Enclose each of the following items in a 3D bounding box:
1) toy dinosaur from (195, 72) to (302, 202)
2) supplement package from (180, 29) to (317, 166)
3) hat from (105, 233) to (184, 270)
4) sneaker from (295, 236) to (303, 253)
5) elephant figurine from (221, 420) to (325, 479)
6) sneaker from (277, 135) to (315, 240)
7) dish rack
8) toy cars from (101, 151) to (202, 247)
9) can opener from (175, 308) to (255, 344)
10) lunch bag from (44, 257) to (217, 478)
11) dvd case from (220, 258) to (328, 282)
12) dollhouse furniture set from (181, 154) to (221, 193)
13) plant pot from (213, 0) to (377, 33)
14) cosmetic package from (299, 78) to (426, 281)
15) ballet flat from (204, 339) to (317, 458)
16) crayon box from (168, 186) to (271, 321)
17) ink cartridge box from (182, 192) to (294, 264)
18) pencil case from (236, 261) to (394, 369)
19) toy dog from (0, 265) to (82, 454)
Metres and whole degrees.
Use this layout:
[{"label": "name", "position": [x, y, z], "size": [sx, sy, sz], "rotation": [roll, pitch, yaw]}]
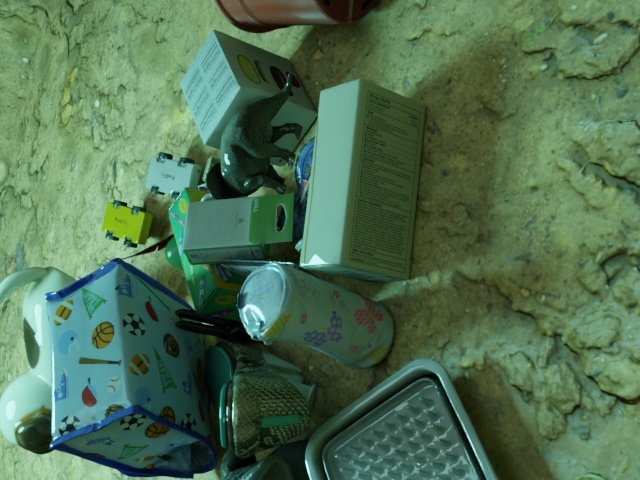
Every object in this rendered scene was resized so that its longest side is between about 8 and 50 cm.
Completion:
[{"label": "toy dinosaur", "position": [-0.129, -0.169, 1.695], "size": [0.121, 0.160, 0.313], "rotation": [-89, 17, -61]}, {"label": "supplement package", "position": [-0.147, -0.287, 1.816], "size": [0.149, 0.194, 0.203], "rotation": [-52, 44, 29]}, {"label": "hat", "position": [-0.325, 0.008, 1.955], "size": [0.173, 0.184, 0.208], "rotation": [45, 114, 48]}, {"label": "sneaker", "position": [0.000, 0.000, 1.591], "size": [0.166, 0.065, 0.076], "rotation": [72, -139, -79]}, {"label": "elephant figurine", "position": [-0.101, 0.417, 1.493], "size": [0.169, 0.239, 0.186], "rotation": [-48, 45, 32]}, {"label": "sneaker", "position": [-0.003, -0.095, 1.681], "size": [0.087, 0.083, 0.221], "rotation": [27, 106, 39]}, {"label": "dish rack", "position": [0.135, 0.370, 1.308], "size": [0.285, 0.072, 0.333], "rotation": [-39, 49, 20]}, {"label": "toy cars", "position": [-0.396, -0.092, 2.168], "size": [0.394, 0.087, 0.176], "rotation": [-38, 56, 35]}, {"label": "can opener", "position": [-0.203, 0.166, 1.751], "size": [0.073, 0.186, 0.059], "rotation": [-49, 37, 32]}, {"label": "lunch bag", "position": [-0.343, 0.272, 1.741], "size": [0.239, 0.385, 0.327], "rotation": [-23, 59, 19]}, {"label": "dvd case", "position": [-0.058, 0.076, 1.610], "size": [0.221, 0.164, 0.018], "rotation": [2, 66, 52]}, {"label": "dollhouse furniture set", "position": [-0.243, -0.137, 1.995], "size": [0.081, 0.091, 0.114], "rotation": [7, 81, 37]}, {"label": "plant pot", "position": [-0.034, -0.526, 1.716], "size": [0.265, 0.272, 0.272], "rotation": [19, 94, 44]}, {"label": "cosmetic package", "position": [0.073, -0.094, 1.503], "size": [0.113, 0.160, 0.309], "rotation": [-7, 73, 50]}, {"label": "ballet flat", "position": [-0.100, 0.270, 1.562], "size": [0.483, 0.182, 0.164], "rotation": [-173, 80, -79]}, {"label": "crayon box", "position": [-0.191, 0.029, 1.794], "size": [0.081, 0.165, 0.278], "rotation": [-50, 44, 30]}, {"label": "ink cartridge box", "position": [-0.146, -0.020, 1.669], "size": [0.209, 0.062, 0.109], "rotation": [-5, 56, 10]}, {"label": "pencil case", "position": [-0.002, 0.126, 1.437], "size": [0.113, 0.273, 0.124], "rotation": [-21, 59, 39]}, {"label": "toy dog", "position": [-0.581, 0.288, 2.042], "size": [0.285, 0.395, 0.408], "rotation": [12, 79, 44]}]
